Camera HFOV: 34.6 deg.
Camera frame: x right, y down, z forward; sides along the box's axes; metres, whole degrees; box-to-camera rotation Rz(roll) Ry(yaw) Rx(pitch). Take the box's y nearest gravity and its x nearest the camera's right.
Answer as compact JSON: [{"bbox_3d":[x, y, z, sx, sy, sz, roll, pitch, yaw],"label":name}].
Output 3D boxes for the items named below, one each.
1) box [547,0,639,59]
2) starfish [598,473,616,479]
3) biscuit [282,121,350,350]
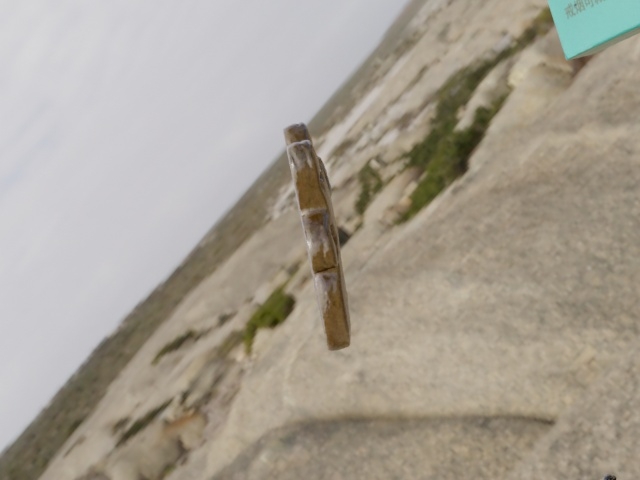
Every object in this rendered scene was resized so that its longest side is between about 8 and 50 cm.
[{"bbox_3d":[0.222,-0.273,0.798,0.042,0.226,0.161,-17,-1,-31],"label":"box"},{"bbox_3d":[0.211,0.231,0.690,0.190,0.146,0.074,-36,-17,29],"label":"starfish"},{"bbox_3d":[0.000,0.000,1.041,0.039,0.236,0.180,-11,24,-3],"label":"biscuit"}]
